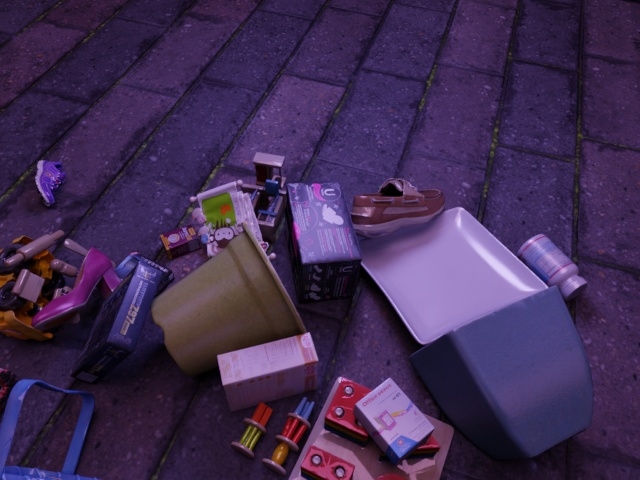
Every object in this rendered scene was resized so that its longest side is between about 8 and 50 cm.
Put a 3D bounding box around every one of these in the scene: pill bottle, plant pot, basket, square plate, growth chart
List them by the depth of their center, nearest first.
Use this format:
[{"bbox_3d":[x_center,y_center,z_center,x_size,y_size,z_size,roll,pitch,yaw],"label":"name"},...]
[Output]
[{"bbox_3d":[-0.478,0.392,0.883,0.201,0.255,0.289,2,69,4],"label":"basket"},{"bbox_3d":[0.363,0.273,1.011,0.247,0.248,0.252,-18,71,-16],"label":"plant pot"},{"bbox_3d":[-0.201,0.146,1.099,0.254,0.276,0.276,-29,57,-9],"label":"plant pot"},{"bbox_3d":[0.292,0.074,1.252,0.344,0.049,0.347,-18,44,-16],"label":"square plate"},{"bbox_3d":[0.563,0.067,1.272,0.087,0.087,0.160,-22,56,-18],"label":"pill bottle"},{"bbox_3d":[-0.224,-0.029,1.288,0.172,0.021,0.237,-26,79,13],"label":"growth chart"}]

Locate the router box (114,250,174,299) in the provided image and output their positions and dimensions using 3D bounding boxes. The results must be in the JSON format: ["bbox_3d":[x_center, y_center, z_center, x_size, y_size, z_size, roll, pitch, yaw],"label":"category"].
[{"bbox_3d":[-0.428,0.088,1.254,0.122,0.038,0.092,24,55,16],"label":"router box"}]

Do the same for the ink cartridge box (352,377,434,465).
[{"bbox_3d":[0.131,0.328,0.956,0.088,0.052,0.122,-31,57,-23],"label":"ink cartridge box"}]

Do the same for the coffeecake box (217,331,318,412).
[{"bbox_3d":[-0.102,0.267,1.055,0.185,0.142,0.068,-12,53,-12],"label":"coffeecake box"}]

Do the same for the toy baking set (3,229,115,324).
[{"bbox_3d":[-0.571,0.075,1.164,0.030,0.197,0.256,-21,21,24],"label":"toy baking set"}]

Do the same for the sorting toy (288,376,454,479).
[{"bbox_3d":[0.099,0.405,0.985,0.255,0.089,0.257,21,53,14],"label":"sorting toy"}]

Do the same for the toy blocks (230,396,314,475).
[{"bbox_3d":[-0.087,0.365,1.033,0.123,0.054,0.148,22,54,15],"label":"toy blocks"}]

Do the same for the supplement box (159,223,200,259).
[{"bbox_3d":[-0.353,0.004,1.322,0.083,0.043,0.055,-23,54,-19],"label":"supplement box"}]

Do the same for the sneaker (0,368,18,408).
[{"bbox_3d":[-0.697,0.351,1.021,0.092,0.088,0.225,6,48,30],"label":"sneaker"}]

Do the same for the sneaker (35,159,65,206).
[{"bbox_3d":[-0.735,-0.164,1.432,0.071,0.068,0.170,-8,51,-16],"label":"sneaker"}]

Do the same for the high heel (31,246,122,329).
[{"bbox_3d":[-0.531,0.095,1.111,0.117,0.082,0.244,52,32,-2],"label":"high heel"}]

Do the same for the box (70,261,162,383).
[{"bbox_3d":[-0.418,0.172,1.074,0.059,0.232,0.183,29,46,-26],"label":"box"}]

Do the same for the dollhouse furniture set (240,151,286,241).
[{"bbox_3d":[-0.165,-0.112,1.330,0.129,0.184,0.129,10,51,7],"label":"dollhouse furniture set"}]

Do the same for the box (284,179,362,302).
[{"bbox_3d":[0.000,0.000,1.260,0.142,0.163,0.247,-4,52,-10],"label":"box"}]

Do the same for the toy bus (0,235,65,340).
[{"bbox_3d":[-0.704,0.128,1.159,0.211,0.149,0.220,-18,56,1],"label":"toy bus"}]

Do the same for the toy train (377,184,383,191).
[{"bbox_3d":[0.199,-0.154,1.478,0.083,0.024,0.017,-18,54,-15],"label":"toy train"}]

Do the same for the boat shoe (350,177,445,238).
[{"bbox_3d":[0.204,-0.098,1.323,0.324,0.116,0.123,-20,21,-40],"label":"boat shoe"}]
